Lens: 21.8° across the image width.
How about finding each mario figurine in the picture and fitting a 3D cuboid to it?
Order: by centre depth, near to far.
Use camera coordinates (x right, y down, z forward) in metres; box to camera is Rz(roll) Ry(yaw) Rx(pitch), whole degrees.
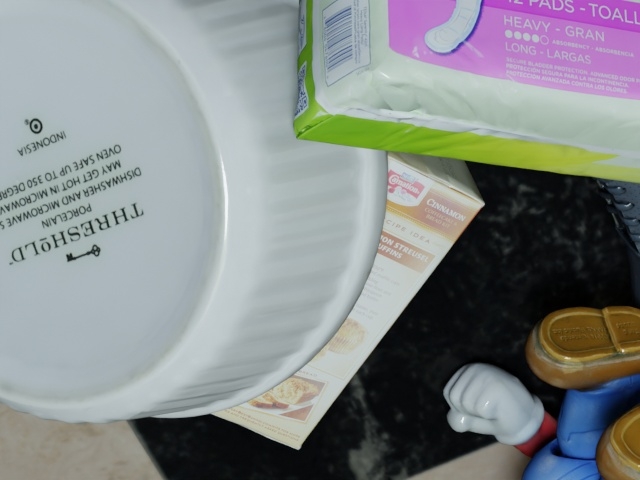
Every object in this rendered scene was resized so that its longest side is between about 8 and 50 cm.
[{"bbox_3d":[0.147,0.199,1.063,0.170,0.198,0.320,10,135,6],"label":"mario figurine"}]

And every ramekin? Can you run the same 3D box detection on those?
[{"bbox_3d":[-0.111,-0.032,0.843,0.273,0.127,0.272,4,100,24],"label":"ramekin"}]

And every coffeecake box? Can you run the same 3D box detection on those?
[{"bbox_3d":[0.000,0.000,0.951,0.068,0.142,0.185,25,115,-24],"label":"coffeecake box"}]

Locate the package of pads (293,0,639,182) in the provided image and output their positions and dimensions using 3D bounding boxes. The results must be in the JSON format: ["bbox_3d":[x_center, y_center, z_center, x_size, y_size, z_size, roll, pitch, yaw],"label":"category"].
[{"bbox_3d":[0.134,-0.150,0.817,0.297,0.229,0.101,6,161,-22],"label":"package of pads"}]

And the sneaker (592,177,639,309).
[{"bbox_3d":[0.155,-0.040,0.977,0.163,0.086,0.226,-9,116,-13],"label":"sneaker"}]
